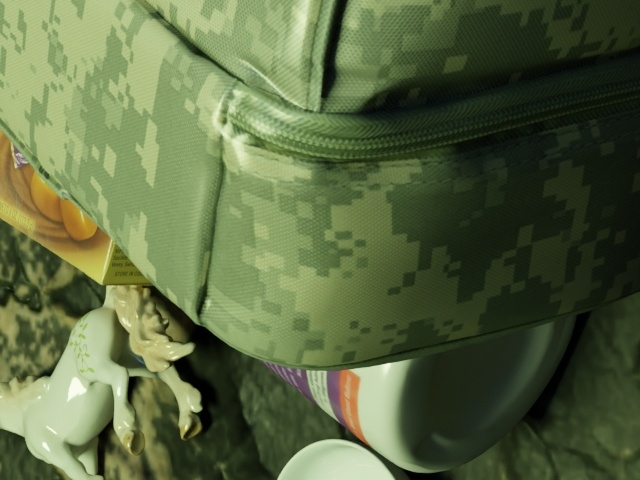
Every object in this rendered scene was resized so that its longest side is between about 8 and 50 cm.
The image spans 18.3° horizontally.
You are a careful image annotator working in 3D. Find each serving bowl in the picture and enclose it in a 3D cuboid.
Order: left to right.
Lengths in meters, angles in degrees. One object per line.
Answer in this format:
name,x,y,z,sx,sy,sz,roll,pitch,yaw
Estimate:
serving bowl,0.016,0.125,0.841,0.083,0.027,0.083,0,90,42

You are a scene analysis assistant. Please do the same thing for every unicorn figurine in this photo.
unicorn figurine,-0.119,0.083,0.952,0.162,0.060,0.111,-47,59,14

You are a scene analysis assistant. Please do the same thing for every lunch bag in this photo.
lunch bag,0.005,-0.138,0.676,0.305,0.212,0.256,45,139,44

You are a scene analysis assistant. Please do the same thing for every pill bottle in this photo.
pill bottle,0.000,0.000,0.800,0.193,0.108,0.108,35,113,36

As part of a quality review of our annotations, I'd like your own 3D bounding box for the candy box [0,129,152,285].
candy box,-0.094,-0.085,0.923,0.109,0.053,0.187,29,108,39
